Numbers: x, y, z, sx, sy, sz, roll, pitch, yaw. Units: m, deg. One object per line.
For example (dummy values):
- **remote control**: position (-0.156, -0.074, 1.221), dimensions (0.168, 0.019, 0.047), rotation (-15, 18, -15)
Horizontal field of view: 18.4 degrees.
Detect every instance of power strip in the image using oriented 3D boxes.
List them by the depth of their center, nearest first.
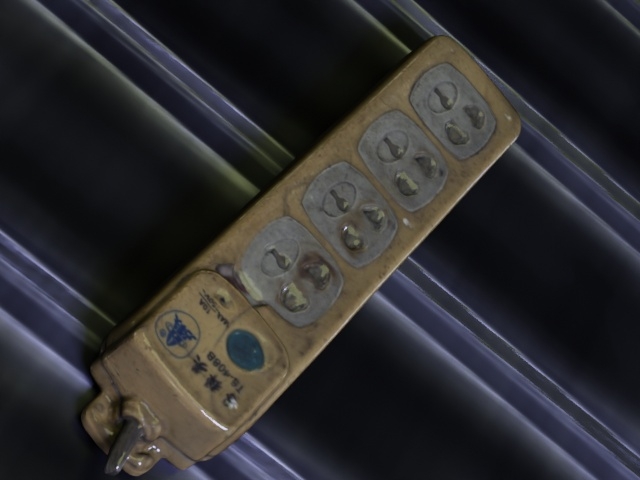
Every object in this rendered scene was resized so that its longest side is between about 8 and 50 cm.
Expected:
- **power strip**: position (0.000, 0.000, 0.826), dimensions (0.064, 0.044, 0.305), rotation (49, 47, -4)
